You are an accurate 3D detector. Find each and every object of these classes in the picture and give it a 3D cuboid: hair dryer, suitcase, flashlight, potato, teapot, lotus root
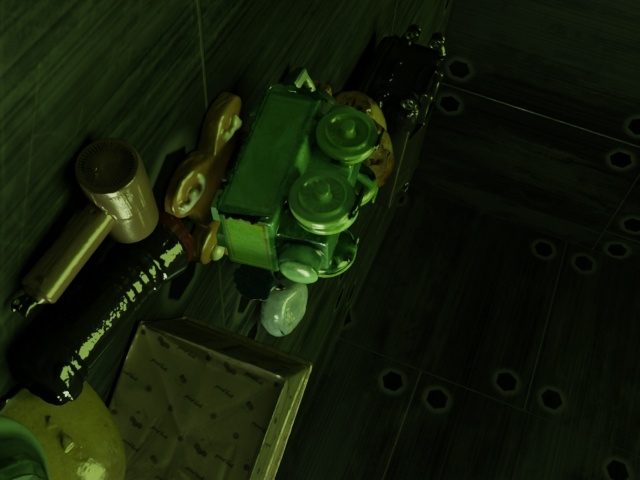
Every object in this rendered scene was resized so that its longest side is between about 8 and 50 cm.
[{"bbox_3d":[-0.228,0.000,0.710,0.182,0.064,0.117,-56,167,-25],"label":"hair dryer"},{"bbox_3d":[0.170,-0.290,1.842,0.434,0.194,0.283,95,18,-57],"label":"suitcase"},{"bbox_3d":[-0.226,0.065,0.780,0.232,0.092,0.093,-55,163,-37],"label":"flashlight"},{"bbox_3d":[-0.268,0.235,0.785,0.202,0.117,0.182,97,19,-55],"label":"potato"},{"bbox_3d":[-0.021,-0.203,1.261,0.108,0.111,0.149,-51,170,-19],"label":"teapot"},{"bbox_3d":[0.078,-0.196,1.599,0.291,0.193,0.193,75,37,-73],"label":"lotus root"}]

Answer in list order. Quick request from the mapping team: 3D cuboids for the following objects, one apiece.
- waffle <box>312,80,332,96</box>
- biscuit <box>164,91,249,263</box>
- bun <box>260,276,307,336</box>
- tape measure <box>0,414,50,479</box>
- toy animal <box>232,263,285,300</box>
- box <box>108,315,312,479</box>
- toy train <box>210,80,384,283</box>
[{"bbox_3d":[-0.022,-0.216,1.401,0.102,0.042,0.148,86,26,-71],"label":"waffle"},{"bbox_3d":[-0.134,-0.069,1.092,0.340,0.047,0.216,85,28,-67],"label":"biscuit"},{"bbox_3d":[-0.088,0.142,1.655,0.141,0.083,0.141,-52,154,-39],"label":"bun"},{"bbox_3d":[-0.305,0.242,0.529,0.259,0.138,0.262,-43,152,-71],"label":"tape measure"},{"bbox_3d":[-0.083,-0.021,1.260,0.239,0.176,0.256,-58,-133,49],"label":"toy animal"},{"bbox_3d":[-0.174,0.279,1.044,0.190,0.225,0.297,35,74,-80],"label":"box"},{"bbox_3d":[-0.024,-0.075,1.006,0.159,0.188,0.272,88,17,-59],"label":"toy train"}]
